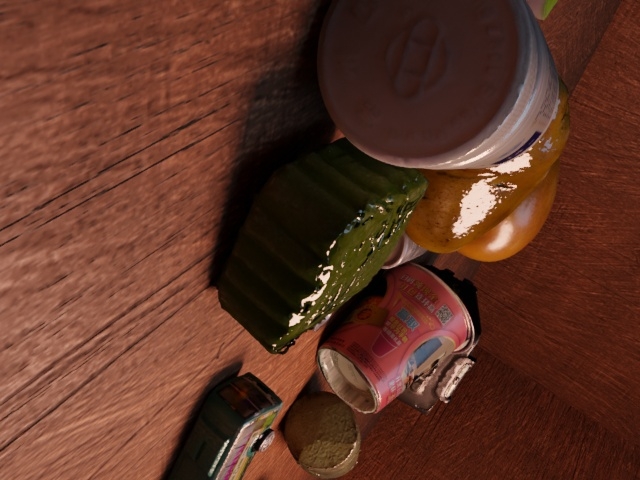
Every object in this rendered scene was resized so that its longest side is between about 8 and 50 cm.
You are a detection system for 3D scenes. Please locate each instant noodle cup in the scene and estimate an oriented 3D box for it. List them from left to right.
[{"bbox_3d":[0.136,0.202,1.262,0.255,0.244,0.244,-36,154,-30],"label":"instant noodle cup"}]

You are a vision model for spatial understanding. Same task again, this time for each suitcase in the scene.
[{"bbox_3d":[0.275,0.228,1.607,0.283,0.194,0.434,-61,178,17],"label":"suitcase"}]

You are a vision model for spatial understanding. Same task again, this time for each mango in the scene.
[{"bbox_3d":[0.331,-0.142,1.182,0.264,0.221,0.378,73,36,-54],"label":"mango"}]

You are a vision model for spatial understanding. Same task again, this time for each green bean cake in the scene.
[{"bbox_3d":[0.000,0.000,0.675,0.200,0.113,0.214,-29,155,-52],"label":"green bean cake"}]

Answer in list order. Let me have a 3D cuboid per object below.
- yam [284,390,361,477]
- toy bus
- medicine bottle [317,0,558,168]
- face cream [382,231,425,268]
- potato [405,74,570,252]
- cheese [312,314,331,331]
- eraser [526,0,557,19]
[{"bbox_3d":[0.008,0.425,1.369,0.161,0.161,0.268,-52,162,-17],"label":"yam"},{"bbox_3d":[-0.148,0.313,0.888,0.109,0.091,0.262,-4,123,-60],"label":"toy bus"},{"bbox_3d":[0.141,-0.169,0.664,0.190,0.189,0.332,-63,161,17],"label":"medicine bottle"},{"bbox_3d":[0.167,-0.008,1.196,0.269,0.073,0.107,-17,134,-64],"label":"face cream"},{"bbox_3d":[0.229,-0.125,0.956,0.195,0.177,0.369,1,137,-25],"label":"potato"},{"bbox_3d":[0.042,0.024,0.911,0.163,0.082,0.286,-30,149,-54],"label":"cheese"},{"bbox_3d":[0.362,-0.482,0.896,0.274,0.092,0.210,-54,161,-6],"label":"eraser"}]
